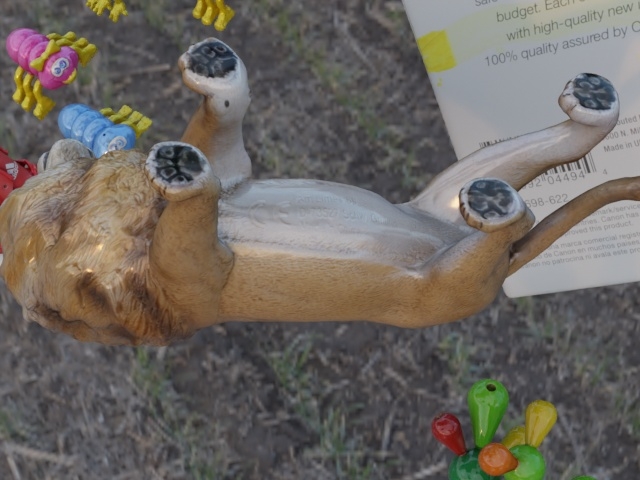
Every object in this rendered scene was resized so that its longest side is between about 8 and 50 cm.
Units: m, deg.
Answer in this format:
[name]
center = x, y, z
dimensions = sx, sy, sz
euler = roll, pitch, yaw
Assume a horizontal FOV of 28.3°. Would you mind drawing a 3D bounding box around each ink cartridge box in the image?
[ink cartridge box]
center = 0.226, -0.174, 0.935
dimensions = 0.279, 0.385, 0.160
euler = -9, 24, 31

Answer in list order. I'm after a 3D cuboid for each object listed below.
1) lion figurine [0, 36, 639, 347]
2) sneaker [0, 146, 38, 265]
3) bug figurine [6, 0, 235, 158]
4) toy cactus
[lion figurine]
center = 0.000, 0.000, 0.762
dimensions = 0.392, 0.240, 0.142
euler = 10, 57, -5
[sneaker]
center = -0.251, -0.041, 1.168
dimensions = 0.221, 0.128, 0.087
euler = -18, 59, -12
[bug figurine]
center = -0.173, -0.185, 1.128
dimensions = 0.216, 0.072, 0.279
euler = 27, 77, 33
[toy cactus]
center = 0.116, 0.211, 0.857
dimensions = 0.112, 0.180, 0.219
euler = -2, 63, -51
